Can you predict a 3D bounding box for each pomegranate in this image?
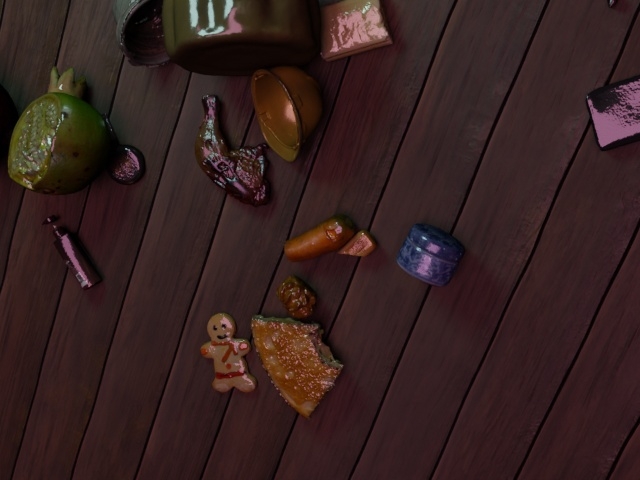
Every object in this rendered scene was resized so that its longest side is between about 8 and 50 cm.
[{"bbox_3d":[-0.679,-0.282,2.017,0.309,0.216,0.359,-14,59,44],"label":"pomegranate"}]

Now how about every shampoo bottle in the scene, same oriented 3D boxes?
[{"bbox_3d":[-0.721,0.033,2.162,0.068,0.067,0.236,-32,90,9],"label":"shampoo bottle"}]

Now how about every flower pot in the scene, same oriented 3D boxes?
[{"bbox_3d":[-0.436,-0.574,1.908,0.235,0.235,0.140,-50,61,18],"label":"flower pot"}]

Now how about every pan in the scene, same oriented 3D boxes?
[{"bbox_3d":[-0.564,-0.255,2.077,0.114,0.040,0.212,-23,94,13],"label":"pan"}]

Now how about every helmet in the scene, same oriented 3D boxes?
[{"bbox_3d":[-0.062,-0.338,1.865,0.205,0.140,0.257,43,154,32],"label":"helmet"}]

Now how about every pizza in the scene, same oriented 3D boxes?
[{"bbox_3d":[-0.052,0.315,2.016,0.223,0.089,0.323,-28,94,25],"label":"pizza"}]

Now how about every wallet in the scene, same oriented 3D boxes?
[{"bbox_3d":[0.743,-0.306,1.701,0.250,0.044,0.149,-17,91,18],"label":"wallet"}]

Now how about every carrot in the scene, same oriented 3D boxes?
[{"bbox_3d":[0.000,0.000,1.947,0.193,0.087,0.087,-30,91,24],"label":"carrot"}]

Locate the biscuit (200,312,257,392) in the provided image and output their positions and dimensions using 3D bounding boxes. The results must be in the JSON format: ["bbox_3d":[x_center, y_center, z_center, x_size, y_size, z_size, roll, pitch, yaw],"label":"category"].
[{"bbox_3d":[-0.265,0.318,2.107,0.153,0.030,0.234,-6,99,15],"label":"biscuit"}]

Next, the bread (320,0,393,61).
[{"bbox_3d":[0.077,-0.526,1.835,0.178,0.060,0.140,-14,96,18],"label":"bread"}]

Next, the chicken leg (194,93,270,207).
[{"bbox_3d":[-0.240,-0.228,1.977,0.322,0.083,0.177,45,100,2],"label":"chicken leg"}]

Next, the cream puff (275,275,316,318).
[{"bbox_3d":[-0.065,0.153,1.984,0.094,0.122,0.116,-52,45,10],"label":"cream puff"}]

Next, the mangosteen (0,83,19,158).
[{"bbox_3d":[-0.995,-0.311,2.030,0.306,0.307,0.347,8,61,14],"label":"mangosteen"}]

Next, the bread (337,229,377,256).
[{"bbox_3d":[0.098,0.021,1.938,0.103,0.049,0.062,-44,82,21],"label":"bread"}]

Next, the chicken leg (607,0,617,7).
[{"bbox_3d":[0.606,-0.624,1.675,0.089,0.048,0.219,-11,97,20],"label":"chicken leg"}]

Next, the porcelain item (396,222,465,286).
[{"bbox_3d":[0.274,0.031,1.839,0.147,0.147,0.114,29,107,9],"label":"porcelain item"}]

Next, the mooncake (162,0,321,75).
[{"bbox_3d":[-0.184,-0.520,1.754,0.378,0.378,0.201,-4,88,16],"label":"mooncake"}]
